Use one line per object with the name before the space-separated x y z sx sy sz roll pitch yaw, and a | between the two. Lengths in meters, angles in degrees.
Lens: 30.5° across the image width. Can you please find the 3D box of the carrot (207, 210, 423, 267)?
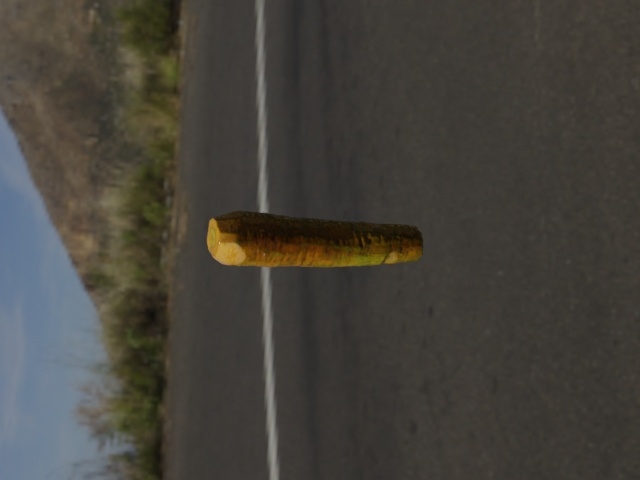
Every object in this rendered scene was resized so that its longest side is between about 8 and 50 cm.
carrot | 0.000 0.000 0.876 0.042 0.171 0.042 -179 90 -68
